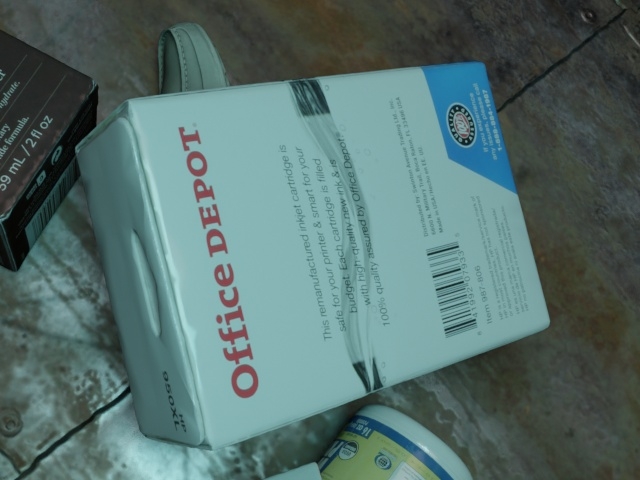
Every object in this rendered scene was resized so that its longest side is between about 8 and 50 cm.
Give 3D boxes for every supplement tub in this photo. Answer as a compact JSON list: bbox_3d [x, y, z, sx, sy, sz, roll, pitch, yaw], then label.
[{"bbox_3d":[0.040,0.276,0.809,0.144,0.144,0.200,42,67,0],"label":"supplement tub"}]

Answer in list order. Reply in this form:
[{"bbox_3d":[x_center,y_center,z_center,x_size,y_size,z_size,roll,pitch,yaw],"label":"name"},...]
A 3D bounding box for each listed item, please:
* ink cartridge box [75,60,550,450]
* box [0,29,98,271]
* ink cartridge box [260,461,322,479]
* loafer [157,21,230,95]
[{"bbox_3d":[0.000,0.000,0.804,0.395,0.166,0.285,-13,88,-33],"label":"ink cartridge box"},{"bbox_3d":[-0.346,-0.103,0.810,0.203,0.167,0.168,28,68,-5],"label":"box"},{"bbox_3d":[-0.070,0.424,0.702,0.308,0.091,0.385,-24,65,12],"label":"ink cartridge box"},{"bbox_3d":[-0.151,-0.085,0.888,0.111,0.112,0.319,-2,74,-24],"label":"loafer"}]
